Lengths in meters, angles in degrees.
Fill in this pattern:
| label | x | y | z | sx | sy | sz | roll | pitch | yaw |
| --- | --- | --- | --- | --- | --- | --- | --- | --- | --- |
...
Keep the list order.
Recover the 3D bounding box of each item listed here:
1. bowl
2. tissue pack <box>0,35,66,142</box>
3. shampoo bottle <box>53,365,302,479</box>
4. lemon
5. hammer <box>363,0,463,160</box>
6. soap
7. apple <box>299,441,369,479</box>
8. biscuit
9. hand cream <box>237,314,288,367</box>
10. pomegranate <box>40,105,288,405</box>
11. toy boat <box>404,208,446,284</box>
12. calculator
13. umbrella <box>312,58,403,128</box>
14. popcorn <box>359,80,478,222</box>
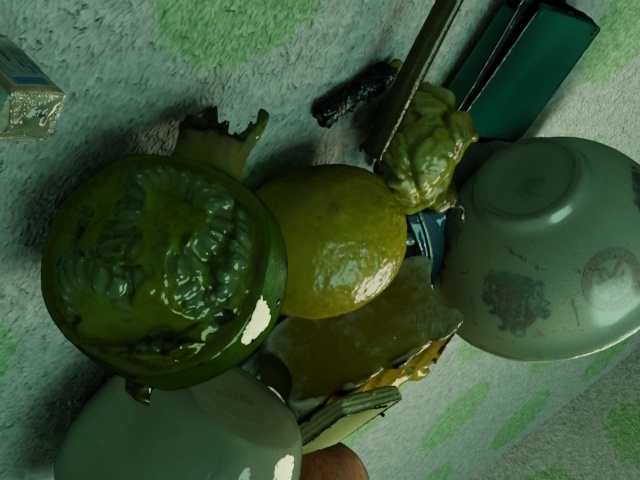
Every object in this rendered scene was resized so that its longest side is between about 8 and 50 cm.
| label | x | y | z | sx | sy | sz | roll | pitch | yaw |
| --- | --- | --- | --- | --- | --- | --- | --- | --- | --- |
| bowl | 0.357 | -0.037 | 1.775 | 0.435 | 0.435 | 0.196 | -40 | 133 | -10 |
| tissue pack | -0.275 | -0.131 | 0.956 | 0.074 | 0.094 | 0.059 | -6 | 133 | -55 |
| shampoo bottle | -0.190 | 0.315 | 1.495 | 0.322 | 0.322 | 0.317 | 8 | 113 | -60 |
| lemon | 0.000 | 0.000 | 1.450 | 0.260 | 0.204 | 0.204 | -21 | 146 | -30 |
| hammer | 0.142 | -0.255 | 1.364 | 0.043 | 0.111 | 0.365 | -13 | 138 | -49 |
| soap | 0.054 | 0.178 | 1.737 | 0.293 | 0.156 | 0.335 | -25 | 166 | -8 |
| apple | -0.060 | 0.446 | 1.901 | 0.269 | 0.344 | 0.345 | -57 | 155 | -3 |
| biscuit | 0.024 | 0.268 | 1.634 | 0.121 | 0.041 | 0.199 | -7 | 156 | -37 |
| hand cream | -0.109 | 0.146 | 1.660 | 0.312 | 0.070 | 0.111 | -53 | 166 | 23 |
| pomegranate | -0.150 | 0.003 | 1.196 | 0.341 | 0.260 | 0.260 | -65 | 159 | -16 |
| toy boat | 0.144 | 0.013 | 1.812 | 0.098 | 0.109 | 0.238 | -11 | 151 | -11 |
| calculator | 0.293 | -0.257 | 1.669 | 0.274 | 0.058 | 0.248 | -7 | 137 | -54 |
| umbrella | 0.052 | -0.192 | 1.428 | 0.144 | 0.040 | 0.037 | -36 | 141 | -21 |
| popcorn | 0.137 | -0.108 | 1.535 | 0.168 | 0.173 | 0.195 | -81 | -179 | -47 |
